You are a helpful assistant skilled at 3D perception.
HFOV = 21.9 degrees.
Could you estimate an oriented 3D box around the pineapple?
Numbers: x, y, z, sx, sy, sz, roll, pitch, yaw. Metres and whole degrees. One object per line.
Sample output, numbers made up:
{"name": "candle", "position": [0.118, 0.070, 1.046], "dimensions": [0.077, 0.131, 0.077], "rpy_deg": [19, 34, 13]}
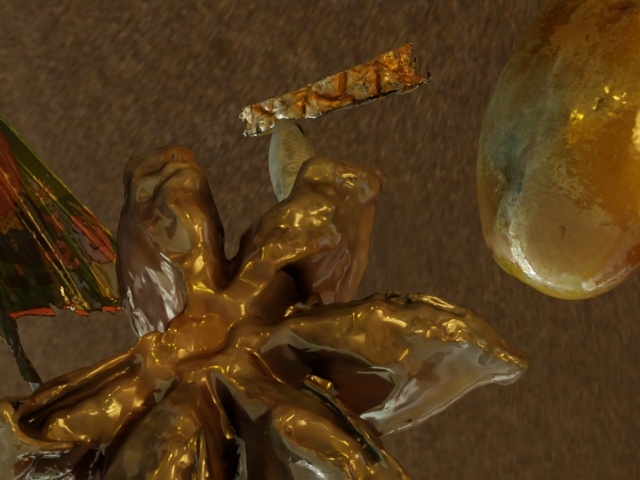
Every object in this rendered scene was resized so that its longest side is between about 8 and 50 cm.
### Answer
{"name": "pineapple", "position": [0.012, -0.151, 1.681], "dimensions": [0.221, 0.221, 0.047], "rpy_deg": [-16, 94, 15]}

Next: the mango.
{"name": "mango", "position": [0.220, -0.104, 1.352], "dimensions": [0.146, 0.316, 0.192], "rpy_deg": [25, 159, -38]}

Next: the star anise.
{"name": "star anise", "position": [-0.020, 0.040, 0.528], "dimensions": [0.171, 0.208, 0.063], "rpy_deg": [15, 138, 13]}

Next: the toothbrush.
{"name": "toothbrush", "position": [0.000, 0.000, 0.926], "dimensions": [0.035, 0.413, 0.042], "rpy_deg": [18, 108, -14]}

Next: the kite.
{"name": "kite", "position": [-0.144, -0.031, 0.601], "dimensions": [0.016, 0.321, 0.234], "rpy_deg": [-27, 80, 14]}
